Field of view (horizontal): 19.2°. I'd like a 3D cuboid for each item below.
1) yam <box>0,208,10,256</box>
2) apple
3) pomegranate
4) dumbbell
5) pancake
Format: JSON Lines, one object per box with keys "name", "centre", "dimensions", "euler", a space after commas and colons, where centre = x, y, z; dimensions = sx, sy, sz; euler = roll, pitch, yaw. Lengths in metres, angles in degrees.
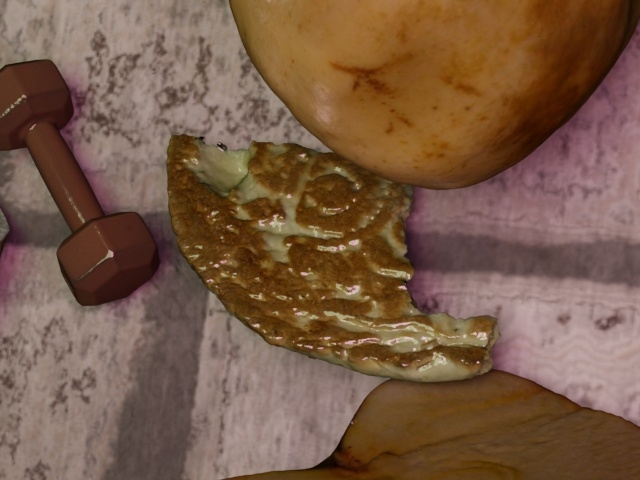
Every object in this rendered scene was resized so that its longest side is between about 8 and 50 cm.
{"name": "yam", "centre": [-0.392, 0.098, 1.688], "dimensions": [0.133, 0.133, 0.330], "euler": [27, 94, 25]}
{"name": "apple", "centre": [0.083, 0.223, 1.336], "dimensions": [0.365, 0.295, 0.329], "euler": [11, 71, 48]}
{"name": "pomegranate", "centre": [0.085, -0.204, 1.423], "dimensions": [0.332, 0.332, 0.332], "euler": [-4, 80, 24]}
{"name": "dumbbell", "centre": [-0.225, -0.054, 1.661], "dimensions": [0.082, 0.092, 0.231], "euler": [-26, 69, -13]}
{"name": "pancake", "centre": [0.000, 0.004, 1.545], "dimensions": [0.197, 0.054, 0.376], "euler": [-37, 56, -15]}
